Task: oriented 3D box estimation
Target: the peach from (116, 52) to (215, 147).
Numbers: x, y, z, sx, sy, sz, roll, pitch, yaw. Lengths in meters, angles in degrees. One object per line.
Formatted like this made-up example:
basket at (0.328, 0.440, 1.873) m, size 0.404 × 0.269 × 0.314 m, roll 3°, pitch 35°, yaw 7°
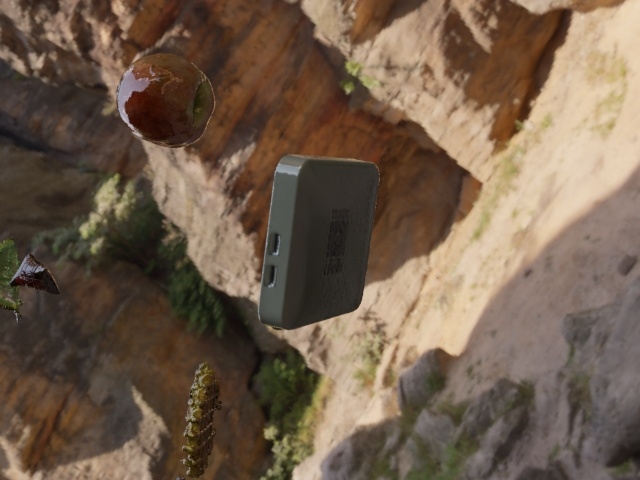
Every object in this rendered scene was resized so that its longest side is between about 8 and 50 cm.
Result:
peach at (-0.393, -0.342, 1.854) m, size 0.232 × 0.256 × 0.233 m, roll 9°, pitch -90°, yaw -68°

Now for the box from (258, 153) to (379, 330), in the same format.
box at (0.000, 0.000, 1.710) m, size 0.367 × 0.090 × 0.373 m, roll -5°, pitch -74°, yaw -58°

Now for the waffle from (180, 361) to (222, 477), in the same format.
waffle at (-0.272, 0.417, 1.749) m, size 0.232 × 0.051 × 0.229 m, roll -79°, pitch -6°, yaw -51°

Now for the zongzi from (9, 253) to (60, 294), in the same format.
zongzi at (-0.491, 0.057, 1.333) m, size 0.067 × 0.083 × 0.073 m, roll -64°, pitch 1°, yaw -33°

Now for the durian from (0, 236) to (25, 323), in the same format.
durian at (-0.784, 0.102, 1.880) m, size 0.086 × 0.100 × 0.215 m, roll 86°, pitch 177°, yaw -86°

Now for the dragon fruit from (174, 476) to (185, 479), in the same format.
dragon fruit at (-0.263, 0.547, 1.464) m, size 0.182 × 0.182 × 0.188 m, roll -55°, pitch -7°, yaw 37°
